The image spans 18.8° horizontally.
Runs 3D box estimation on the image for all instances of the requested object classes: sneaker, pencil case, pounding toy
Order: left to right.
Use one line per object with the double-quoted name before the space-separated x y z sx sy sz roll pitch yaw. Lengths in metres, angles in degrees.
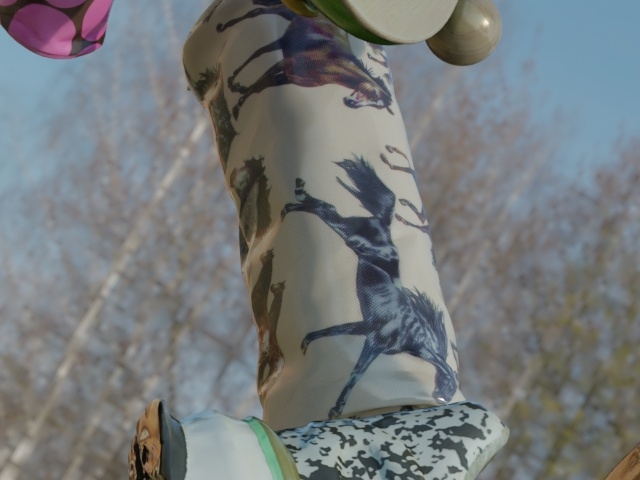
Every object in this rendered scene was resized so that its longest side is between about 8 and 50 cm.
"pencil case" -0.156 -0.233 1.376 0.095 0.209 0.098 36 23 13
"pencil case" 0.000 0.000 1.502 0.160 0.410 0.183 2 -29 -27
"pounding toy" 0.015 -0.203 1.230 0.110 0.183 0.237 -8 -9 35
"sneaker" 0.066 0.228 0.707 0.158 0.182 0.410 111 -39 -68

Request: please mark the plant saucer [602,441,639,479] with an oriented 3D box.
"plant saucer" 0.210 0.113 1.030 0.037 0.200 0.200 50 -5 21
